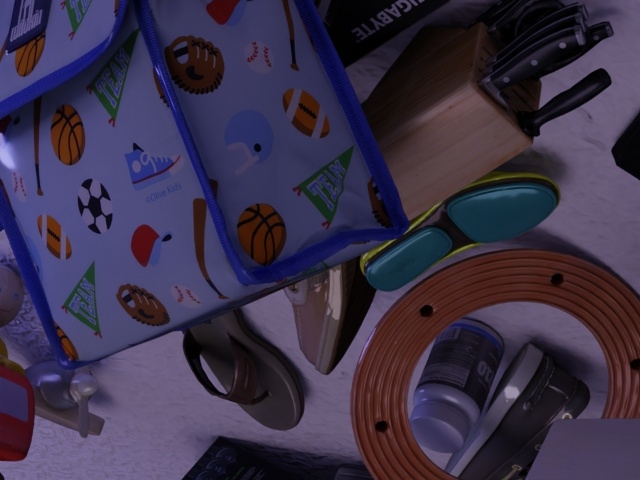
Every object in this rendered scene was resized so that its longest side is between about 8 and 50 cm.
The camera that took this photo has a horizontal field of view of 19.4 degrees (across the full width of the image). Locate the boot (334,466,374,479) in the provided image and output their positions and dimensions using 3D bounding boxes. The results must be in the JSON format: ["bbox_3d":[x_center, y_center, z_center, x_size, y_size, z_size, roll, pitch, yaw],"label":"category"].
[{"bbox_3d":[0.136,0.365,2.389,0.208,0.076,0.190,-7,122,28],"label":"boot"}]

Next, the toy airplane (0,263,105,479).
[{"bbox_3d":[-0.467,0.143,2.353,0.384,0.272,0.386,30,-178,10],"label":"toy airplane"}]

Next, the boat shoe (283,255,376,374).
[{"bbox_3d":[0.000,0.000,1.978,0.110,0.121,0.341,20,134,15],"label":"boat shoe"}]

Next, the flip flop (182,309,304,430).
[{"bbox_3d":[-0.117,0.140,2.247,0.112,0.080,0.277,-3,136,34],"label":"flip flop"}]

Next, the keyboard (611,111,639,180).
[{"bbox_3d":[0.406,-0.108,1.660,0.201,0.033,0.317,33,145,0],"label":"keyboard"}]

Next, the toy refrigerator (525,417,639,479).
[{"bbox_3d":[0.331,0.219,1.675,0.269,0.094,0.102,-6,127,37],"label":"toy refrigerator"}]

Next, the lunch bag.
[{"bbox_3d":[-0.155,-0.116,1.645,0.328,0.239,0.385,-23,86,48],"label":"lunch bag"}]

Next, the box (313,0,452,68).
[{"bbox_3d":[-0.051,-0.261,1.699,0.257,0.079,0.322,41,142,-18],"label":"box"}]

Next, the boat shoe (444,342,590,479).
[{"bbox_3d":[0.213,0.233,2.144,0.091,0.109,0.305,29,141,3],"label":"boat shoe"}]

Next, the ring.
[{"bbox_3d":[0.196,0.158,1.975,0.336,0.032,0.336,-4,114,-8],"label":"ring"}]

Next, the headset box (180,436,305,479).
[{"bbox_3d":[-0.050,0.415,2.463,0.283,0.131,0.246,23,150,36],"label":"headset box"}]

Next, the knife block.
[{"bbox_3d":[0.131,-0.109,1.653,0.088,0.276,0.242,42,171,-22],"label":"knife block"}]

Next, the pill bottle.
[{"bbox_3d":[0.147,0.161,2.065,0.078,0.137,0.078,16,144,12],"label":"pill bottle"}]

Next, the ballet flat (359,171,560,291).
[{"bbox_3d":[0.136,-0.026,1.876,0.231,0.077,0.077,-28,122,27],"label":"ballet flat"}]

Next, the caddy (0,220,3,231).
[{"bbox_3d":[-0.386,-0.156,1.897,0.341,0.241,0.179,34,150,-13],"label":"caddy"}]
